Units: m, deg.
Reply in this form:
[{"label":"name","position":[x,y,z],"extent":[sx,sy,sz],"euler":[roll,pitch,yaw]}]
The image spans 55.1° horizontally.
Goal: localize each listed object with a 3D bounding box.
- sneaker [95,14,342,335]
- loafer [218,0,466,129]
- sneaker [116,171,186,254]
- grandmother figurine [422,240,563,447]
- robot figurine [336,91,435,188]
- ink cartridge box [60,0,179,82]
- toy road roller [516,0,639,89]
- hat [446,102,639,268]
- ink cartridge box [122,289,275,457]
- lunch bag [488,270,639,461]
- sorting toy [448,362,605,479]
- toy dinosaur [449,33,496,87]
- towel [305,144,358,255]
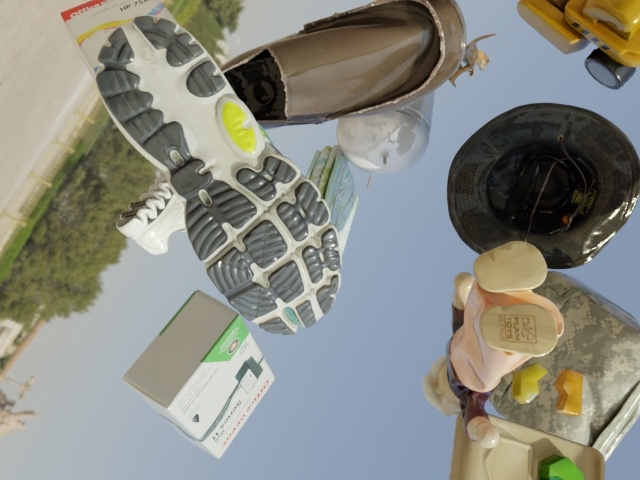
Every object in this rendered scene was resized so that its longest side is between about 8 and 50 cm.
[{"label":"sneaker","position":[-0.069,-0.052,0.497],"extent":[0.107,0.275,0.110],"euler":[-29,-169,1]},{"label":"loafer","position":[-0.002,-0.198,0.756],"extent":[0.365,0.134,0.130],"euler":[-13,-167,30]},{"label":"sneaker","position":[-0.304,-0.095,1.320],"extent":[0.110,0.118,0.292],"euler":[-1,-134,52]},{"label":"grandmother figurine","position":[0.193,0.146,0.745],"extent":[0.342,0.103,0.208],"euler":[89,11,-63]},{"label":"robot figurine","position":[0.145,-0.293,1.328],"extent":[0.300,0.199,0.354],"euler":[87,13,-70]},{"label":"ink cartridge box","position":[-0.275,-0.283,0.874],"extent":[0.134,0.078,0.231],"euler":[-29,-119,-15]},{"label":"toy road roller","position":[0.564,-0.482,1.202],"extent":[0.202,0.329,0.240],"euler":[-46,164,7]},{"label":"hat","position":[0.392,-0.108,1.123],"extent":[0.331,0.331,0.134],"euler":[-49,-169,19]},{"label":"ink cartridge box","position":[-0.158,0.193,0.860],"extent":[0.086,0.208,0.153],"euler":[24,-117,26]},{"label":"lunch bag","position":[0.467,0.248,1.115],"extent":[0.305,0.212,0.256],"euler":[-58,-158,10]},{"label":"sorting toy","position":[0.279,0.304,0.801],"extent":[0.041,0.228,0.308],"euler":[139,-32,-62]},{"label":"toy dinosaur","position":[0.285,-0.364,1.197],"extent":[0.112,0.064,0.211],"euler":[-39,174,19]},{"label":"towel","position":[0.000,0.000,1.469],"extent":[0.320,0.090,0.375],"euler":[67,39,-67]}]
